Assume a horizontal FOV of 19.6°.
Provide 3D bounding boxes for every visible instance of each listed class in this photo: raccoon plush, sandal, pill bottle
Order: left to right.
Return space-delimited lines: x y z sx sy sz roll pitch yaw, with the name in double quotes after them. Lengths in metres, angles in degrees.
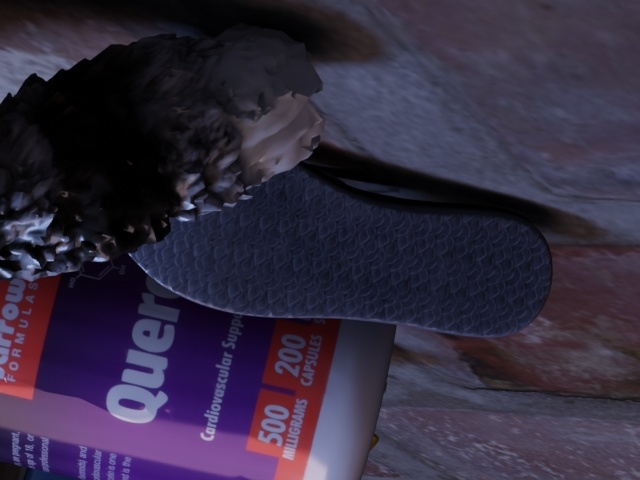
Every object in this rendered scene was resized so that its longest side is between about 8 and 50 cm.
-0.254 -0.108 0.821 0.216 0.446 0.299 38 150 60 "raccoon plush"
-0.122 0.059 1.134 0.323 0.181 0.181 13 163 -1 "pill bottle"
0.000 0.001 1.031 0.255 0.097 0.054 16 -171 -9 "sandal"

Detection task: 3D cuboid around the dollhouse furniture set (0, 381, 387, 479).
-0.149 0.125 1.337 0.303 0.198 0.286 0 159 34 "dollhouse furniture set"
